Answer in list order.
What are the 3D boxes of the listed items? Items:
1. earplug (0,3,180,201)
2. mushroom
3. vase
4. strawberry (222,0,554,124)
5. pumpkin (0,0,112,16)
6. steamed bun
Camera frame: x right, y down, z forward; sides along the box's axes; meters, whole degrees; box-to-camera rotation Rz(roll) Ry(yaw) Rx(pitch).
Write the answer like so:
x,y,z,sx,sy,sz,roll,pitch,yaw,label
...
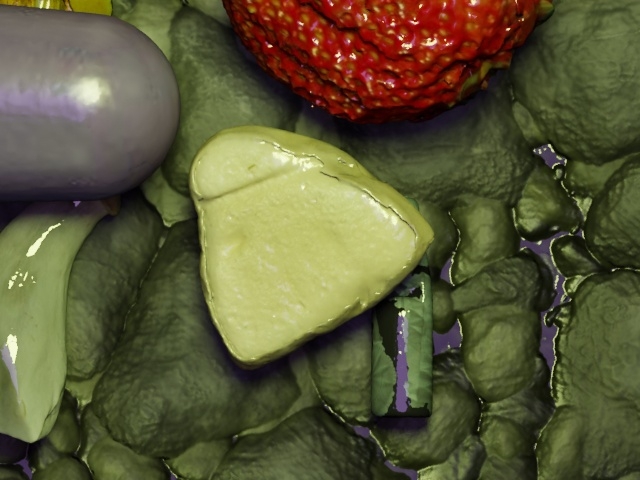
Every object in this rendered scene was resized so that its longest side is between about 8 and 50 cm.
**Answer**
x,y,z,sx,sy,sz,roll,pitch,yaw,label
-0.354,-0.127,1.646,0.456,0.215,0.215,3,88,6,earplug
-0.275,0.051,1.711,0.118,0.103,0.270,14,83,4,mushroom
0.077,0.062,1.713,0.060,0.060,0.211,-1,83,3,vase
0.052,-0.237,1.629,0.288,0.238,0.250,21,78,-21,strawberry
-0.290,-0.262,1.707,0.217,0.217,0.110,13,48,3,pumpkin
-0.024,-0.018,1.691,0.231,0.110,0.212,-30,89,16,steamed bun
